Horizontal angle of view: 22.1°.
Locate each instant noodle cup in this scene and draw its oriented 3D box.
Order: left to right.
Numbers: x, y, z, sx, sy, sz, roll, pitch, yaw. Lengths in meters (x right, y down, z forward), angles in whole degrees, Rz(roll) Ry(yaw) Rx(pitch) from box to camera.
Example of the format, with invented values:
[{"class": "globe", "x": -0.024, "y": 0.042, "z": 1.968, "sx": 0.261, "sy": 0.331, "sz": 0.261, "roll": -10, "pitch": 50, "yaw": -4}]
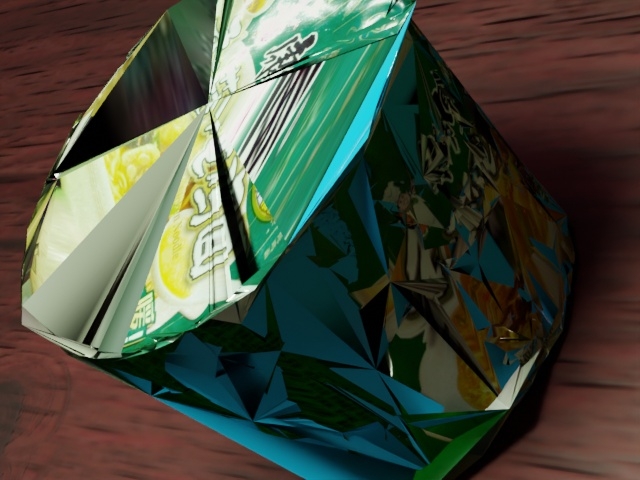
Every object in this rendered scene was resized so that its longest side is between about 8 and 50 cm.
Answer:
[{"class": "instant noodle cup", "x": 0.000, "y": 0.000, "z": 0.778, "sx": 0.240, "sy": 0.178, "sz": 0.240, "roll": -31, "pitch": 38, "yaw": 28}]
